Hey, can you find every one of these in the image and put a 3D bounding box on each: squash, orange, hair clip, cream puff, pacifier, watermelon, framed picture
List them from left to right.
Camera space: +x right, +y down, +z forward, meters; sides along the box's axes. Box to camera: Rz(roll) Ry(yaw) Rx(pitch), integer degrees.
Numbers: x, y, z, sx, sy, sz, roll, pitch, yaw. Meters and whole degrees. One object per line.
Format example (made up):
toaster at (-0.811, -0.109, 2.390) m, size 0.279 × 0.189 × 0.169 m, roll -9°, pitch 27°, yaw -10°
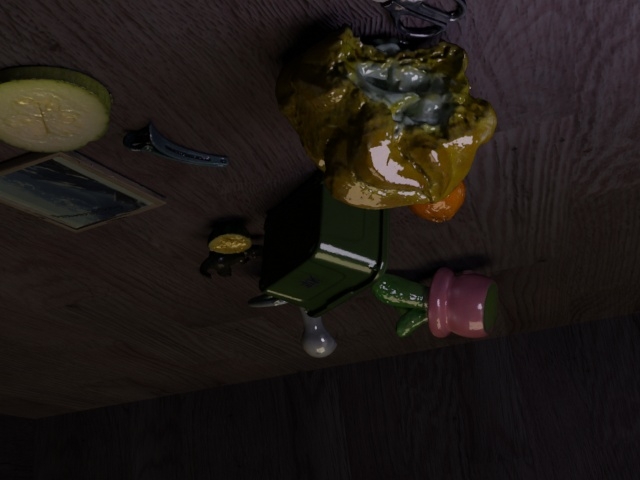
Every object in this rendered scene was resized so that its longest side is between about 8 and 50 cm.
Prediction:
squash at (-0.450, -0.217, 1.386) m, size 0.219 × 0.041 × 0.219 m, roll -6°, pitch 155°, yaw -3°
framed picture at (-0.506, -0.096, 1.713) m, size 0.247 × 0.022 × 0.335 m, roll -15°, pitch 159°, yaw 21°
hair clip at (-0.261, -0.169, 1.591) m, size 0.070 × 0.039 × 0.229 m, roll -19°, pitch 162°, yaw 31°
watermelon at (-0.213, -0.009, 1.995) m, size 0.105 × 0.062 × 0.105 m, roll -5°, pitch 152°, yaw -2°
pacifier at (-0.019, 0.186, 2.332) m, size 0.343 × 0.269 × 0.288 m, roll -8°, pitch -175°, yaw 10°
cream puff at (0.089, -0.170, 1.353) m, size 0.323 × 0.270 × 0.274 m, roll 4°, pitch 167°, yaw -14°
orange at (0.247, -0.099, 1.834) m, size 0.135 × 0.117 × 0.135 m, roll -10°, pitch 155°, yaw -5°

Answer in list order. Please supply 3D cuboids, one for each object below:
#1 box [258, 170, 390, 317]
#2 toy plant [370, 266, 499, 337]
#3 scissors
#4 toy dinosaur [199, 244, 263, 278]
box at (0.000, 0.000, 1.860) m, size 0.178 × 0.252 × 0.329 m, roll 19°, pitch 149°, yaw -26°
toy plant at (0.351, 0.190, 2.554) m, size 0.356 × 0.210 × 0.317 m, roll -2°, pitch 165°, yaw 23°
scissors at (0.088, -0.351, 1.217) m, size 0.300 × 0.022 × 0.109 m, roll 9°, pitch 154°, yaw -39°
toy dinosaur at (-0.210, 0.032, 2.050) m, size 0.187 × 0.087 × 0.179 m, roll -24°, pitch 175°, yaw -13°
